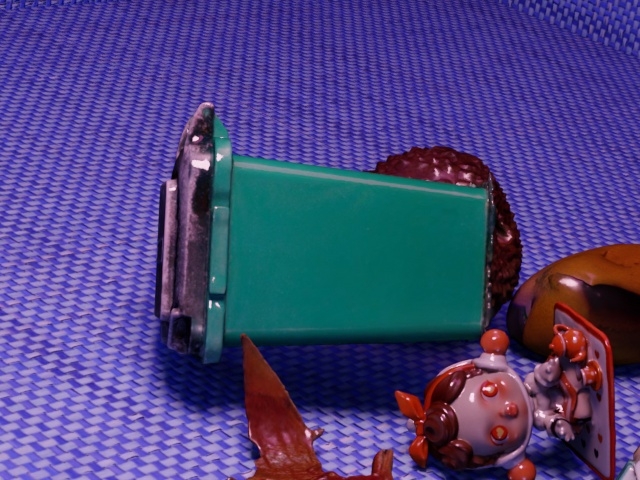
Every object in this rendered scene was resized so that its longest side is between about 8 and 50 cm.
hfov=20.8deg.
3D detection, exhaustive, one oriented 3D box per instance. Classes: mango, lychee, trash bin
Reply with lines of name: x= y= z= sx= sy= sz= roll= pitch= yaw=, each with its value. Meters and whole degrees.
mango: x=0.384 y=0.083 z=2.325 sx=0.287 sy=0.152 sz=0.201 roll=-2 pitch=29 yaw=-28
lychee: x=0.130 y=-0.003 z=2.323 sx=0.271 sy=0.271 sz=0.271 roll=9 pitch=22 yaw=-4
trash bin: x=0.000 y=0.000 z=2.058 sx=0.381 sy=0.295 sz=0.259 roll=3 pitch=-1 yaw=-9

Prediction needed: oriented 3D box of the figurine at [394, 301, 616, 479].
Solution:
figurine: x=0.199 y=0.190 z=1.986 sx=0.226 sy=0.183 sz=0.160 roll=-9 pitch=18 yaw=-14

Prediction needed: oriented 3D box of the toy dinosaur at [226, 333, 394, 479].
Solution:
toy dinosaur: x=0.007 y=0.241 z=1.811 sx=0.207 sy=0.113 sz=0.327 roll=10 pitch=27 yaw=-9

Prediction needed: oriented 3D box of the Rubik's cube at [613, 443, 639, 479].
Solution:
Rubik's cube: x=0.352 y=0.311 z=1.692 sx=0.224 sy=0.265 sz=0.213 roll=35 pitch=2 yaw=10
